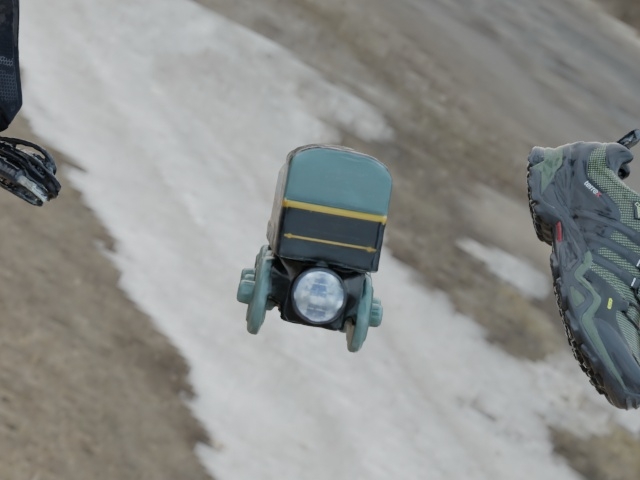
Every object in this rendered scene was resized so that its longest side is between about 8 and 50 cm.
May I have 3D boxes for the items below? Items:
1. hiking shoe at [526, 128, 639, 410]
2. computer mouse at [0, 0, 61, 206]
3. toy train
[{"bbox_3d":[0.234,0.017,1.357,0.086,0.114,0.227,62,13,-69],"label":"hiking shoe"},{"bbox_3d":[-0.308,-0.164,1.509,0.072,0.272,0.188,-26,43,-31],"label":"computer mouse"},{"bbox_3d":[0.000,0.000,1.730,0.142,0.190,0.334,11,3,-3],"label":"toy train"}]
